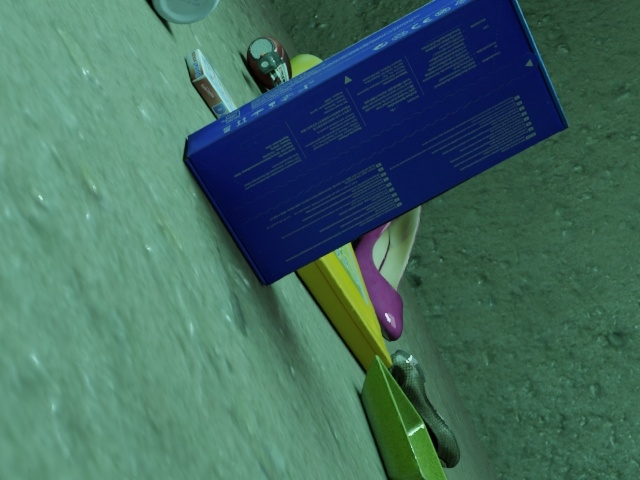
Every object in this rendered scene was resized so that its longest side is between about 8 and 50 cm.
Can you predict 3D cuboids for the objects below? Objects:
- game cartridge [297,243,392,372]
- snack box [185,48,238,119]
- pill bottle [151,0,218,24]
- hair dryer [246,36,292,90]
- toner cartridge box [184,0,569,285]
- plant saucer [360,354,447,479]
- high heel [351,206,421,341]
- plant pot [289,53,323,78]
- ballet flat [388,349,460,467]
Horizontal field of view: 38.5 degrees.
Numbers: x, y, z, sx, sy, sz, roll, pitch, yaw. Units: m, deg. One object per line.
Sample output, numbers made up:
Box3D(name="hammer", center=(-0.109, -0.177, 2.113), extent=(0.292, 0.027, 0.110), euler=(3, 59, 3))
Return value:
Box3D(name="game cartridge", center=(0.000, 0.000, 1.347), extent=(0.285, 0.052, 0.324), euler=(57, 8, -40))
Box3D(name="snack box", center=(-0.120, -0.166, 1.202), extent=(0.178, 0.022, 0.064), euler=(56, 10, -44))
Box3D(name="pill bottle", center=(-0.187, -0.356, 1.159), extent=(0.087, 0.087, 0.160), euler=(52, 12, -56))
Box3D(name="hair dryer", center=(-0.090, -0.284, 1.785), extent=(0.293, 0.080, 0.224), euler=(-87, 166, -66))
Box3D(name="toner cartridge box", center=(0.054, -0.109, 0.923), extent=(0.165, 0.348, 0.075), euler=(60, 6, -24))
Box3D(name="plant saucer", center=(0.111, 0.270, 1.168), extent=(0.188, 0.045, 0.188), euler=(56, 9, -43))
Box3D(name="high heel", center=(0.140, 0.033, 1.699), extent=(0.127, 0.181, 0.377), euler=(58, 8, -36))
Box3D(name="plant pot", center=(-0.050, -0.329, 1.990), extent=(0.134, 0.134, 0.095), euler=(62, 34, -7))
Box3D(name="ballet flat", center=(0.155, 0.279, 1.452), extent=(0.084, 0.058, 0.250), euler=(16, -41, 48))
